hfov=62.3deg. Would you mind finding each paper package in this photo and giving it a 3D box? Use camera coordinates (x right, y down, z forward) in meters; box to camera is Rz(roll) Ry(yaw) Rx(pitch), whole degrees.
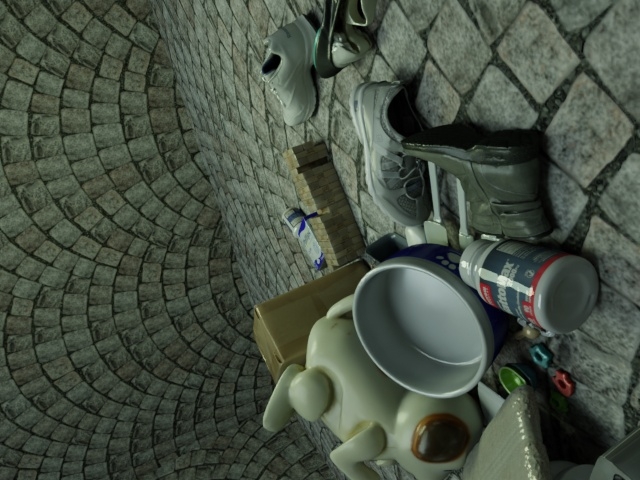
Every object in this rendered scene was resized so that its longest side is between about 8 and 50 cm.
[{"bbox_3d":[-0.006,0.234,1.461,0.168,0.325,0.309,60,162,21],"label":"paper package"}]

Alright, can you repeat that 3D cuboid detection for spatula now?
[{"bbox_3d":[0.235,-0.053,0.892,0.168,0.019,0.241,26,137,51],"label":"spatula"}]

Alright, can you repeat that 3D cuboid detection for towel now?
[{"bbox_3d":[0.306,0.397,0.880,0.187,0.049,0.282,-79,1,-51],"label":"towel"}]

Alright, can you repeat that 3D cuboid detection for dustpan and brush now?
[{"bbox_3d":[0.376,0.379,1.024,0.147,0.060,0.211,-147,44,-61],"label":"dustpan and brush"}]

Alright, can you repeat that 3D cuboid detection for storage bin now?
[{"bbox_3d":[0.167,0.061,1.151,0.135,0.098,0.091,37,156,56],"label":"storage bin"}]

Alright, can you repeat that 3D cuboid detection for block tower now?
[{"bbox_3d":[0.014,-0.091,1.377,0.335,0.091,0.097,68,162,-7],"label":"block tower"}]

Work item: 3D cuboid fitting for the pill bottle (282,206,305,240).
[{"bbox_3d":[-0.069,-0.048,1.694,0.120,0.067,0.067,52,157,37],"label":"pill bottle"}]

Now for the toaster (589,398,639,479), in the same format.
[{"bbox_3d":[0.445,0.341,0.681,0.186,0.110,0.168,44,151,49],"label":"toaster"}]

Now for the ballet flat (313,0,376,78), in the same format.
[{"bbox_3d":[0.045,-0.385,0.941,0.096,0.095,0.280,45,154,22],"label":"ballet flat"}]

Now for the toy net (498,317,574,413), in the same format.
[{"bbox_3d":[0.348,0.182,0.857,0.122,0.045,0.232,41,149,53],"label":"toy net"}]

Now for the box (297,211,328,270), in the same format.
[{"bbox_3d":[0.000,0.000,1.554,0.137,0.072,0.126,61,160,16],"label":"box"}]

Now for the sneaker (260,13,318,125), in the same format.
[{"bbox_3d":[-0.080,-0.378,1.227,0.111,0.129,0.297,54,160,27],"label":"sneaker"}]

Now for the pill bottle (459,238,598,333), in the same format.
[{"bbox_3d":[0.290,0.055,0.767,0.180,0.108,0.107,26,136,63],"label":"pill bottle"}]

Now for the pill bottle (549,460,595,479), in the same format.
[{"bbox_3d":[0.394,0.458,0.894,0.153,0.153,0.264,59,160,21],"label":"pill bottle"}]

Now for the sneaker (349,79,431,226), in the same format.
[{"bbox_3d":[0.140,-0.148,0.940,0.115,0.105,0.281,2,122,54],"label":"sneaker"}]

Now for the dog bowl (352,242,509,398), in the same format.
[{"bbox_3d":[0.193,0.142,0.955,0.265,0.104,0.264,20,123,33],"label":"dog bowl"}]

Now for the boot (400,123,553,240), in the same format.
[{"bbox_3d":[0.223,-0.083,0.795,0.247,0.083,0.161,23,136,53],"label":"boot"}]

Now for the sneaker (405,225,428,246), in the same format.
[{"bbox_3d":[0.215,0.077,1.036,0.237,0.086,0.085,68,163,-1],"label":"sneaker"}]

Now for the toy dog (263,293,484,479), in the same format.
[{"bbox_3d":[0.152,0.349,1.158,0.408,0.395,0.285,25,-174,28],"label":"toy dog"}]
